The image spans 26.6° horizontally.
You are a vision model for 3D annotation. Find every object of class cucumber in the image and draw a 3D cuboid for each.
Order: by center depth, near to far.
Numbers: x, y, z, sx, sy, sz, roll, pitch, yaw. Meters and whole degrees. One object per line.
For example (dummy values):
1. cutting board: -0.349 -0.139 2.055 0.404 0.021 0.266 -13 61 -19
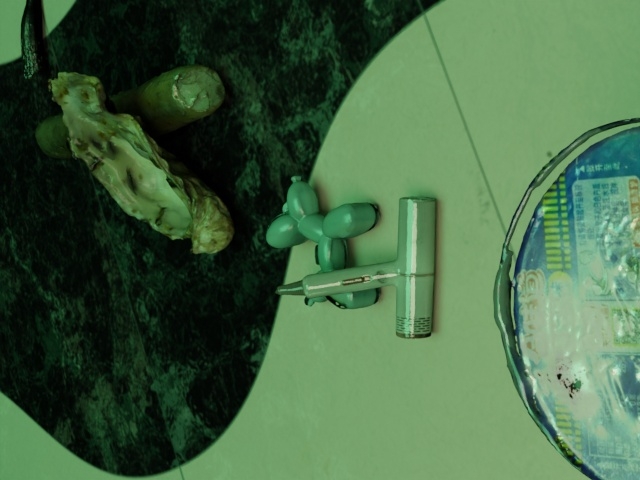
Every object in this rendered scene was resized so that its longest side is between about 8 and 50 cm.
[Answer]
1. cucumber: -0.430 -0.307 2.013 0.033 0.034 0.135 -6 90 52

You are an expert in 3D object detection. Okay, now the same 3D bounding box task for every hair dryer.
1. hair dryer: 0.034 0.026 1.492 0.183 0.044 0.155 3 96 7

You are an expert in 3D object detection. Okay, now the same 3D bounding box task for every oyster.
1. oyster: -0.226 -0.108 1.727 0.294 0.094 0.166 55 151 -15

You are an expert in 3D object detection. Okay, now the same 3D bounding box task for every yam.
1. yam: -0.263 -0.165 1.825 0.371 0.083 0.083 -12 86 49

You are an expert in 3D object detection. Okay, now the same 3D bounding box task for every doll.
1. doll: 0.000 0.000 1.578 0.158 0.059 0.159 -4 93 46

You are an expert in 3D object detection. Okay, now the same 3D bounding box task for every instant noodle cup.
1. instant noodle cup: 0.339 0.040 1.042 0.284 0.312 0.284 6 99 45
